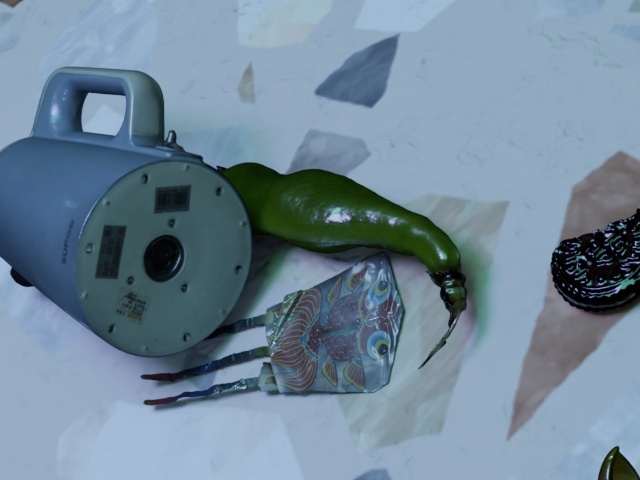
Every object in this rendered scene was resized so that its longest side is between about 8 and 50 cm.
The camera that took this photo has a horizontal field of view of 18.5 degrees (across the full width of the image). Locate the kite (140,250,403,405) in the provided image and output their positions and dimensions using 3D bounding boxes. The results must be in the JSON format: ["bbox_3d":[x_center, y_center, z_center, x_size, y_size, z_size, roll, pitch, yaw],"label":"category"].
[{"bbox_3d":[-0.038,0.080,1.548,0.229,0.016,0.127,-12,49,23],"label":"kite"}]

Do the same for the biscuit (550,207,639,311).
[{"bbox_3d":[0.210,0.011,1.418,0.087,0.027,0.089,9,64,37],"label":"biscuit"}]

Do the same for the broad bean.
[{"bbox_3d":[0.008,-0.008,1.545,0.098,0.056,0.318,-43,41,-13],"label":"broad bean"}]

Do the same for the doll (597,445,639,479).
[{"bbox_3d":[0.194,0.185,1.247,0.076,0.113,0.078,-38,29,61],"label":"doll"}]

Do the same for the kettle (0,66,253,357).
[{"bbox_3d":[-0.182,-0.039,1.613,0.243,0.160,0.210,23,106,52],"label":"kettle"}]
